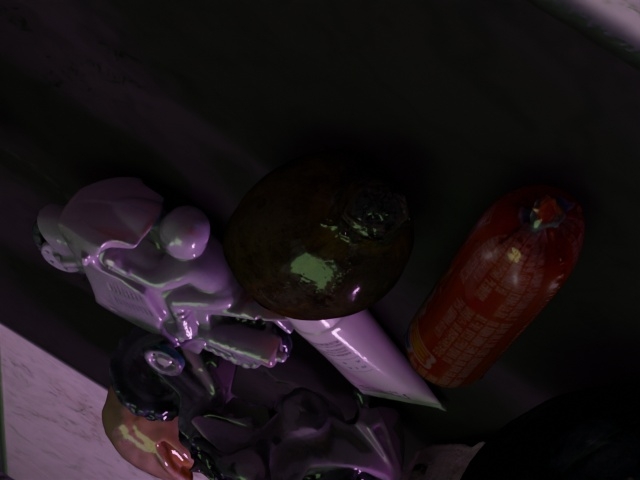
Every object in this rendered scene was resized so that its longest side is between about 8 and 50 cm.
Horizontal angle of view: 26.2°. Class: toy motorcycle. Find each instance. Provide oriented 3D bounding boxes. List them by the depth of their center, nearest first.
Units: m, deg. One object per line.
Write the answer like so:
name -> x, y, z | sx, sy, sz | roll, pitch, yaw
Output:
toy motorcycle -> -0.133, 0.025, 1.213 | 0.260, 0.110, 0.171 | 27, 146, -1
toy motorcycle -> -0.048, 0.178, 1.357 | 0.327, 0.188, 0.143 | 43, 158, 14

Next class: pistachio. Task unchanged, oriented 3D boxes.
pistachio -> -0.182, 0.220, 1.651 | 0.152, 0.126, 0.223 | 58, -178, 37

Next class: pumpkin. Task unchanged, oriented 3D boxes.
pumpkin -> 0.250, 0.245, 1.006 | 0.315, 0.238, 0.315 | 45, 167, 14

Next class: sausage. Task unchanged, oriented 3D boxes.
sausage -> 0.118, 0.030, 0.926 | 0.074, 0.074, 0.274 | 31, 157, 3

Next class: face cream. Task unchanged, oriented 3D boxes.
face cream -> 0.029, 0.090, 1.199 | 0.092, 0.058, 0.243 | 11, 156, 33

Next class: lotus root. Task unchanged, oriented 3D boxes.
lotus root -> 0.000, 0.000, 0.970 | 0.120, 0.120, 0.209 | 38, 158, -15

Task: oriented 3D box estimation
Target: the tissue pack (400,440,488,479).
tissue pack -> 0.196, 0.287, 1.333 | 0.226, 0.092, 0.183 | 38, 157, -12
